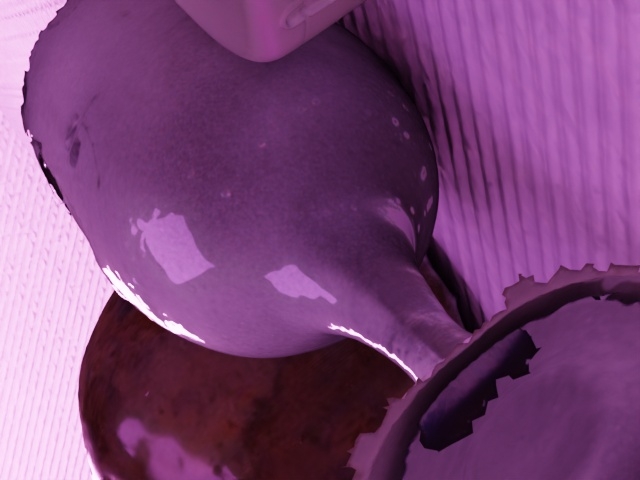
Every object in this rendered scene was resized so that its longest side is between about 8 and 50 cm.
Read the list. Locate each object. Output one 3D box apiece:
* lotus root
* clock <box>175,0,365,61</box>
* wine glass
[{"bbox_3d":[-0.015,0.087,0.884,0.272,0.192,0.272,46,167,13],"label":"lotus root"},{"bbox_3d":[-0.056,-0.160,0.573,0.191,0.062,0.151,49,165,23],"label":"clock"},{"bbox_3d":[0.000,0.000,0.622,0.321,0.143,0.143,47,167,51],"label":"wine glass"}]
